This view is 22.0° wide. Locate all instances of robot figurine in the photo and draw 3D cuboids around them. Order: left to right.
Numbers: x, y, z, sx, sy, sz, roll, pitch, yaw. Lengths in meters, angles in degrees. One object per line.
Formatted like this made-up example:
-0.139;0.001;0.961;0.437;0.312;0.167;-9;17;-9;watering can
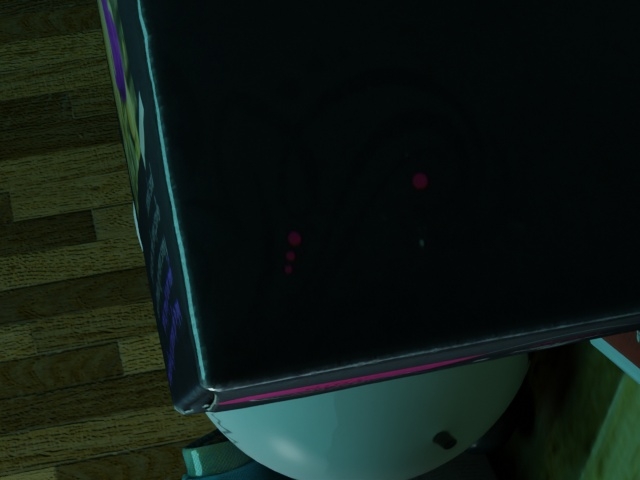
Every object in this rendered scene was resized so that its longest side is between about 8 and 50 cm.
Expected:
0.003;0.000;0.802;0.278;0.209;0.173;-118;37;-63;robot figurine

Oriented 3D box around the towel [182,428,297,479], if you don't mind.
0.001;0.262;0.904;0.271;0.040;0.370;-24;-73;-75;towel

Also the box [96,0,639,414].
0.015;-0.096;0.483;0.143;0.165;0.270;138;121;-78;box

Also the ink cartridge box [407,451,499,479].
0.076;0.206;0.938;0.224;0.045;0.223;-113;17;-62;ink cartridge box

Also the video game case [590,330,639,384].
0.116;-0.073;0.490;0.204;0.025;0.285;-131;32;-71;video game case
